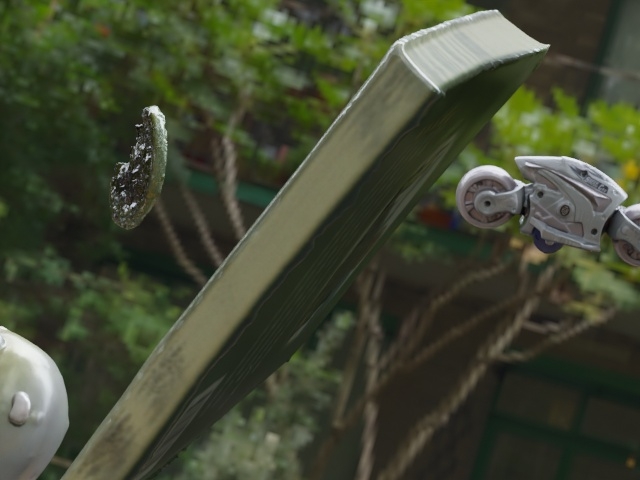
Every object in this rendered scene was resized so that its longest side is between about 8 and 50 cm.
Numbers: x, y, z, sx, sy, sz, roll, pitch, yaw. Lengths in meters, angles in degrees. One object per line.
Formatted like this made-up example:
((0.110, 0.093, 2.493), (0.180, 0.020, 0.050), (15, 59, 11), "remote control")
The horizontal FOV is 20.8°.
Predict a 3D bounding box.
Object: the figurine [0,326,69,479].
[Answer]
((-0.487, 0.172, 1.961), (0.394, 0.274, 0.226), (34, -31, -14), "figurine")

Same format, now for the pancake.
((-0.182, -0.071, 1.763), (0.022, 0.129, 0.116), (13, 24, -25), "pancake")

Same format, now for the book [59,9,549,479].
((0.000, 0.000, 0.861), (0.043, 0.260, 0.371), (40, 15, 4), "book")

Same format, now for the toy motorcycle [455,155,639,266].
((0.281, -0.040, 1.979), (0.254, 0.112, 0.112), (13, -9, 3), "toy motorcycle")
